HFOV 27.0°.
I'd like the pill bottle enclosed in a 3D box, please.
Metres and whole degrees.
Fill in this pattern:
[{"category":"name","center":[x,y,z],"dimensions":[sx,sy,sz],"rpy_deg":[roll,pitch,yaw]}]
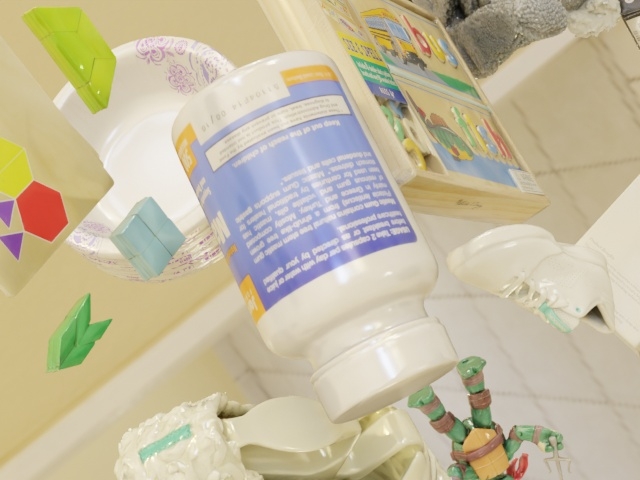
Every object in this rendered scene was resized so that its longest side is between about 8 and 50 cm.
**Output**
[{"category":"pill bottle","center":[0.000,0.000,1.059],"dimensions":[0.272,0.152,0.152],"rpy_deg":[65,161,14]}]

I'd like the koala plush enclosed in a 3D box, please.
[{"category":"koala plush","center":[0.241,-0.305,1.594],"dimensions":[0.196,0.221,0.203],"rpy_deg":[58,154,13]}]

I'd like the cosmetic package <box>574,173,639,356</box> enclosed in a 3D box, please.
[{"category":"cosmetic package","center":[0.627,-0.006,2.404],"dimensions":[0.217,0.385,0.156],"rpy_deg":[46,-175,20]}]

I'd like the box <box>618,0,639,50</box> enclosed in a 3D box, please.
[{"category":"box","center":[0.456,-0.360,1.838],"dimensions":[0.293,0.073,0.296],"rpy_deg":[42,-143,-56]}]

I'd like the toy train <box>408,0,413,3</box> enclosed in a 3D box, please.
[{"category":"toy train","center":[0.200,-0.391,1.848],"dimensions":[0.142,0.334,0.190],"rpy_deg":[52,-179,15]}]

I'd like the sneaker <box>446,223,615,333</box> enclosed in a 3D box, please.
[{"category":"sneaker","center":[0.217,0.047,1.301],"dimensions":[0.080,0.212,0.094],"rpy_deg":[-41,51,41]}]

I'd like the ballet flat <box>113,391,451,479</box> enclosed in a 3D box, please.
[{"category":"ballet flat","center":[0.011,0.198,1.152],"dimensions":[0.409,0.147,0.147],"rpy_deg":[11,-166,-47]}]

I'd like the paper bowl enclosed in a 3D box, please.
[{"category":"paper bowl","center":[-0.186,-0.085,1.578],"dimensions":[0.284,0.284,0.148],"rpy_deg":[38,173,29]}]

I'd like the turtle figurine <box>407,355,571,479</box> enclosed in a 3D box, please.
[{"category":"turtle figurine","center":[0.217,0.278,1.769],"dimensions":[0.234,0.175,0.118],"rpy_deg":[59,159,-12]}]

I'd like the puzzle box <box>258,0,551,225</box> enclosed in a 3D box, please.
[{"category":"puzzle box","center":[0.090,-0.148,1.353],"dimensions":[0.272,0.052,0.409],"rpy_deg":[61,-159,15]}]

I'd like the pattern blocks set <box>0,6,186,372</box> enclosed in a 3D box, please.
[{"category":"pattern blocks set","center":[-0.231,-0.068,0.896],"dimensions":[0.026,0.285,0.325],"rpy_deg":[-19,108,40]}]
